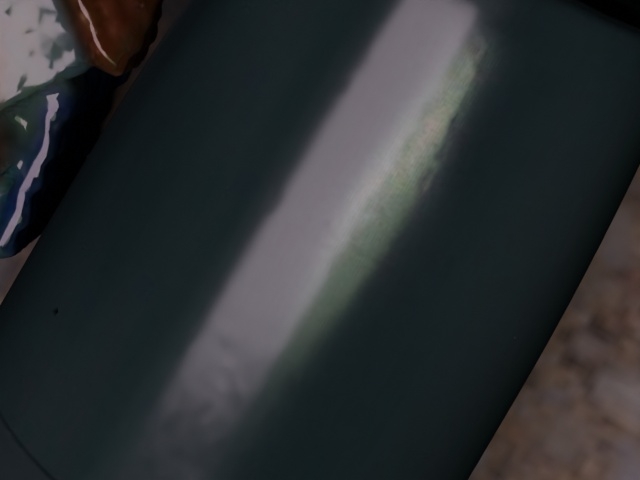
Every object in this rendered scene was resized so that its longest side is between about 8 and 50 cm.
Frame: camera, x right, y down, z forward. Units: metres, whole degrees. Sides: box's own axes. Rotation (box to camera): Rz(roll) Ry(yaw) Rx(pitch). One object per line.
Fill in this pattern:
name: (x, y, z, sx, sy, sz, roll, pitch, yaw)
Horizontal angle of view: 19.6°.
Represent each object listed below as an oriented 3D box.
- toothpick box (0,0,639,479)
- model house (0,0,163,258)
toothpick box: (0.000, 0.000, 0.436, 0.120, 0.120, 0.184, 33, 110, 8)
model house: (-0.104, -0.052, 0.469, 0.149, 0.119, 0.148, -24, 94, 13)
